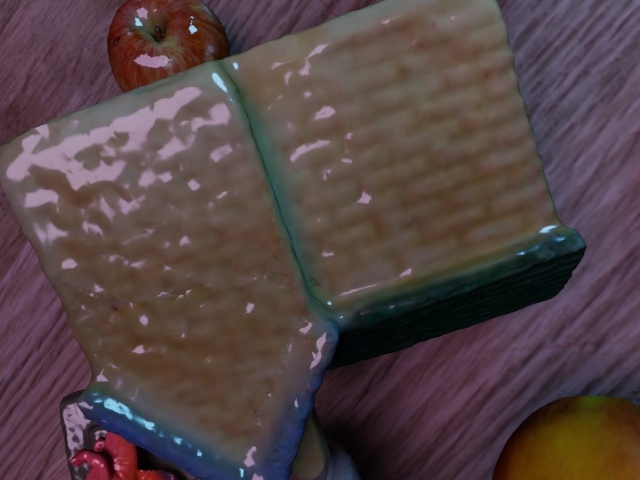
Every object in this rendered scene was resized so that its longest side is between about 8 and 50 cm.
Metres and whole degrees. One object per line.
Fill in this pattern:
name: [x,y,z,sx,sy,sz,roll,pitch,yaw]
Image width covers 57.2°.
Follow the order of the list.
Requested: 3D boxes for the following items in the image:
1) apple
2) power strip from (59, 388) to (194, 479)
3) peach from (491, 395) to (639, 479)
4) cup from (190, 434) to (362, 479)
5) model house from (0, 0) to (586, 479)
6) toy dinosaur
apple: [-0.176,-0.214,0.700,0.146,0.131,0.147,-3,71,10]
power strip: [-0.165,0.278,0.711,0.251,0.092,0.257,-16,82,12]
peach: [0.255,0.259,0.448,0.238,0.281,0.281,-7,86,11]
cup: [0.006,0.345,0.534,0.288,0.208,0.273,-14,102,38]
model house: [0.000,0.000,0.551,0.382,0.334,0.343,-21,100,3]
toy dinosaur: [-0.201,0.264,0.649,0.138,0.070,0.286,19,85,4]
